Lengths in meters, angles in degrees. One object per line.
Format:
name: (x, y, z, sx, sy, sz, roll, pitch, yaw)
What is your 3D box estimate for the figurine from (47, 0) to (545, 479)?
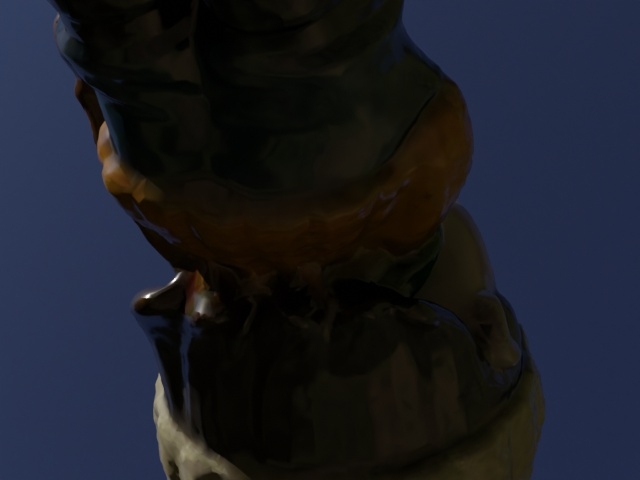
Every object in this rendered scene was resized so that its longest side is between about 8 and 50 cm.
figurine: (-0.010, 0.020, 0.466, 0.185, 0.204, 0.332, 7, -25, 21)
